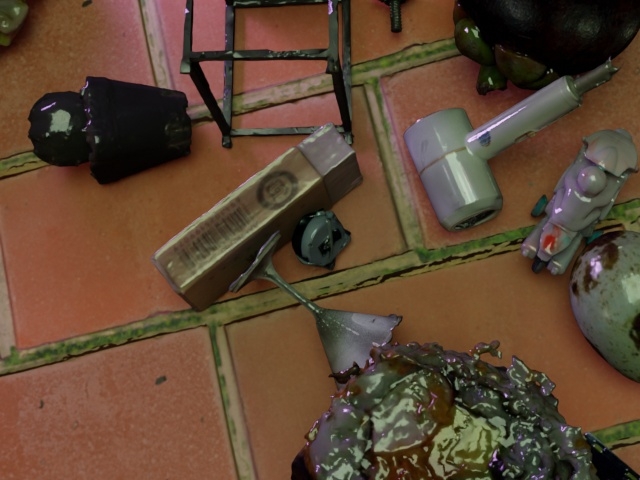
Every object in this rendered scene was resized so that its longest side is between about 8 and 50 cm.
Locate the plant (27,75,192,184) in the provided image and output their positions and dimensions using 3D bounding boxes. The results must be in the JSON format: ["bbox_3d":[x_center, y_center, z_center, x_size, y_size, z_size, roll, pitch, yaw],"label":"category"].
[{"bbox_3d":[-0.333,-0.174,1.686,0.255,0.164,0.142,-4,76,-7],"label":"plant"}]

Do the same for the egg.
[{"bbox_3d":[0.453,0.098,1.534,0.169,0.169,0.231,-19,89,1],"label":"egg"}]

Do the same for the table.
[{"bbox_3d":[-0.067,-0.318,1.602,0.222,0.335,0.273,-1,77,6],"label":"table"}]

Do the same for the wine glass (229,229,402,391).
[{"bbox_3d":[-0.012,0.101,1.565,0.232,0.156,0.156,39,83,0],"label":"wine glass"}]

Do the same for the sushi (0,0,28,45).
[{"bbox_3d":[-0.629,-0.461,1.694,0.240,0.351,0.397,33,85,28],"label":"sushi"}]

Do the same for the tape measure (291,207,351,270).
[{"bbox_3d":[-0.001,0.000,1.641,0.054,0.094,0.091,26,81,37],"label":"tape measure"}]

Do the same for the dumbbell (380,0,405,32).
[{"bbox_3d":[0.117,-0.466,1.744,0.110,0.110,0.255,-4,83,5],"label":"dumbbell"}]

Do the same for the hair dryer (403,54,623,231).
[{"bbox_3d":[0.294,-0.162,1.567,0.357,0.107,0.173,-32,74,35],"label":"hair dryer"}]

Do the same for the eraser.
[{"bbox_3d":[-0.090,-0.033,1.632,0.343,0.144,0.078,-38,72,-4],"label":"eraser"}]

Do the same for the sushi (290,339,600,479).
[{"bbox_3d":[0.162,0.321,1.396,0.417,0.176,0.418,-4,76,16],"label":"sushi"}]

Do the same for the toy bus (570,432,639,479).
[{"bbox_3d":[0.336,0.415,1.474,0.262,0.150,0.128,-43,46,-5],"label":"toy bus"}]

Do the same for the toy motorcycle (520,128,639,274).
[{"bbox_3d":[0.392,-0.070,1.580,0.110,0.171,0.260,34,79,14],"label":"toy motorcycle"}]

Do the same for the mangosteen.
[{"bbox_3d":[0.348,-0.366,1.614,0.300,0.300,0.301,-1,76,5],"label":"mangosteen"}]
